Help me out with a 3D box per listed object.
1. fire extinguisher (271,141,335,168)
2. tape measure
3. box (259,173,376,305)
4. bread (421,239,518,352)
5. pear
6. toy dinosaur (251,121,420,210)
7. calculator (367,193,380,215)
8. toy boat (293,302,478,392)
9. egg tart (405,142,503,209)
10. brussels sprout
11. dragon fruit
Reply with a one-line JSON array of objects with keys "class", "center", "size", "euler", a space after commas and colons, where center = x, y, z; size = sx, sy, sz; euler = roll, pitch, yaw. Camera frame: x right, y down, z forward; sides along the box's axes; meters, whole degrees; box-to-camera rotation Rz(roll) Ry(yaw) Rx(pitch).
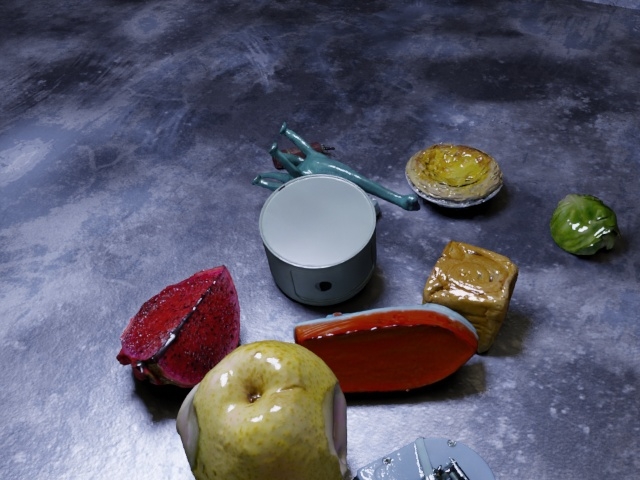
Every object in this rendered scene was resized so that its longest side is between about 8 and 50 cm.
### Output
[{"class": "fire extinguisher", "center": [-0.049, -0.226, 1.739], "size": [0.157, 0.045, 0.078], "euler": [-17, 21, -18]}, {"class": "tape measure", "center": [0.168, 0.378, 0.982], "size": [0.181, 0.107, 0.182], "euler": [-28, 45, -21]}, {"class": "box", "center": [0.000, 0.000, 1.347], "size": [0.226, 0.149, 0.226], "euler": [-3, 55, 4]}, {"class": "bread", "center": [0.282, 0.107, 1.276], "size": [0.158, 0.143, 0.149], "euler": [13, 42, 20]}, {"class": "pear", "center": [-0.073, 0.276, 0.988], "size": [0.271, 0.271, 0.271], "euler": [0, 40, 0]}, {"class": "toy dinosaur", "center": [0.023, -0.111, 1.506], "size": [0.330, 0.383, 0.129], "euler": [30, 74, -5]}, {"class": "calculator", "center": [0.035, -0.047, 1.524], "size": [0.141, 0.045, 0.246], "euler": [20, 44, 21]}, {"class": "toy boat", "center": [0.119, 0.182, 1.192], "size": [0.331, 0.145, 0.133], "euler": [-4, 17, -1]}, {"class": "egg tart", "center": [0.317, -0.146, 1.611], "size": [0.234, 0.094, 0.234], "euler": [-2, 41, 1]}, {"class": "brussels sprout", "center": [0.581, -0.041, 1.495], "size": [0.139, 0.100, 0.181], "euler": [-19, 51, 7]}, {"class": "dragon fruit", "center": [-0.245, 0.174, 1.192], "size": [0.189, 0.163, 0.262], "euler": [41, 41, -6]}]
